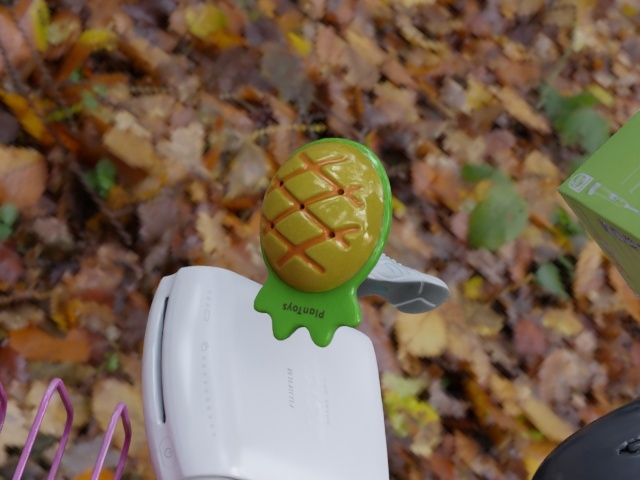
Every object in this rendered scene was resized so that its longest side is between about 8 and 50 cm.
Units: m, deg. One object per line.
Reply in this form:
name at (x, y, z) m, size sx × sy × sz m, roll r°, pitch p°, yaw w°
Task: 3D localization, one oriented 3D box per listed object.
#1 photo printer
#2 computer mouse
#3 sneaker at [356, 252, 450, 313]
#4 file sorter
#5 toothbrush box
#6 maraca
photo printer at (-0.061, 0.175, 1.407) m, size 0.307 × 0.107 × 0.256 m, roll 28°, pitch 46°, yaw -41°
computer mouse at (0.250, 0.118, 0.966) m, size 0.060 × 0.262 × 0.184 m, roll 41°, pitch 32°, yaw -45°
sneaker at (0.069, 0.036, 1.406) m, size 0.152 × 0.053 × 0.061 m, roll 13°, pitch 40°, yaw -24°
file sorter at (-0.338, 0.212, 1.259) m, size 0.291 × 0.202 × 0.182 m, roll 16°, pitch 69°, yaw 1°
toothbrush box at (0.380, 0.023, 1.231) m, size 0.206 × 0.122 × 0.283 m, roll 47°, pitch 0°, yaw -30°
maraca at (0.000, 0.000, 1.166) m, size 0.127 × 0.185 × 0.099 m, roll 7°, pitch -8°, yaw 30°
